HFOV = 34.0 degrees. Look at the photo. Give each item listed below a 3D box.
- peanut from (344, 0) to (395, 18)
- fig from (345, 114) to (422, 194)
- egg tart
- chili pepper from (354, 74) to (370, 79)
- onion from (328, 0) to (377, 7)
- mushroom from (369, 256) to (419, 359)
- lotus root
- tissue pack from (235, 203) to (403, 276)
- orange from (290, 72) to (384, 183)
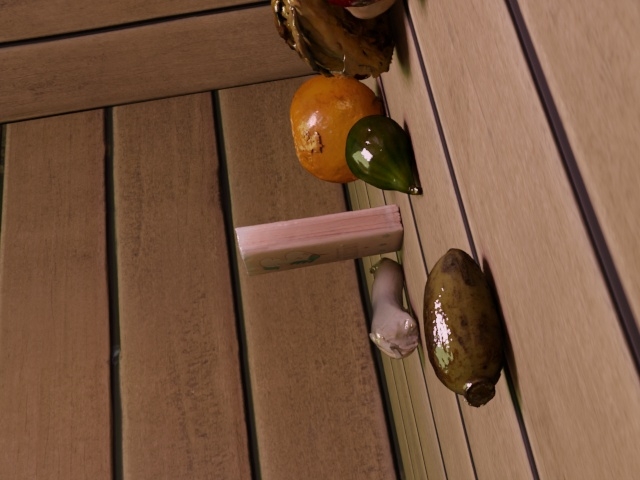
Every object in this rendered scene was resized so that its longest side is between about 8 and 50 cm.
[{"bbox_3d":[0.042,-0.415,1.449,0.129,0.129,0.224,-120,12,-88],"label":"peanut"},{"bbox_3d":[0.104,-0.123,1.671,0.177,0.117,0.117,-115,12,-46],"label":"fig"},{"bbox_3d":[-0.002,-0.348,1.573,0.297,0.132,0.297,42,-146,-39],"label":"egg tart"},{"bbox_3d":[0.069,-0.385,2.069,0.073,0.070,0.123,42,-147,-64],"label":"chili pepper"},{"bbox_3d":[0.059,-0.369,1.252,0.198,0.135,0.173,-149,50,-69],"label":"onion"},{"bbox_3d":[0.141,0.139,2.115,0.278,0.099,0.096,-94,2,-56],"label":"mushroom"},{"bbox_3d":[0.150,0.092,1.117,0.089,0.080,0.179,82,180,-59],"label":"lotus root"},{"bbox_3d":[0.000,0.000,2.112,0.170,0.325,0.071,80,-179,-71],"label":"tissue pack"},{"bbox_3d":[0.034,-0.219,2.048,0.219,0.193,0.219,-9,-90,-75],"label":"orange"}]
